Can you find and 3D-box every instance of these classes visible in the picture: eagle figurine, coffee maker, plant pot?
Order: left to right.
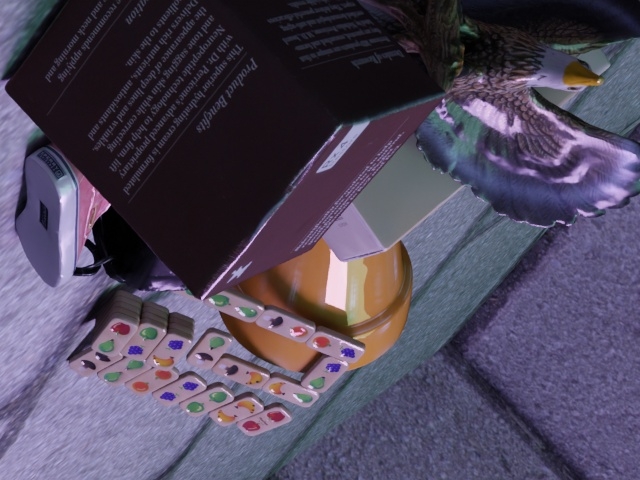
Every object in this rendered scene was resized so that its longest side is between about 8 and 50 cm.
[{"bbox_3d":[-0.113,-0.041,1.588,0.171,0.120,0.178,-29,160,-35],"label":"coffee maker"},{"bbox_3d":[0.000,0.000,2.022,0.205,0.205,0.188,-36,151,-32],"label":"plant pot"},{"bbox_3d":[0.170,-0.154,1.756,0.226,0.225,0.298,-46,149,16],"label":"eagle figurine"}]

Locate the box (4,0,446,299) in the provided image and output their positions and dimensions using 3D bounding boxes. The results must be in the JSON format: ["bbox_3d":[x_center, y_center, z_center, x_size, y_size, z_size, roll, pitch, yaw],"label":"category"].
[{"bbox_3d":[-0.063,-0.101,1.330,0.168,0.203,0.167,-48,169,27],"label":"box"}]

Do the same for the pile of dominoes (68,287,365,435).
[{"bbox_3d":[-0.110,0.128,1.986,0.196,0.251,0.040,-49,-154,40],"label":"pile of dominoes"}]

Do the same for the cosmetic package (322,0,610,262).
[{"bbox_3d":[0.105,-0.134,1.867,0.309,0.160,0.113,-40,-171,-21],"label":"cosmetic package"}]

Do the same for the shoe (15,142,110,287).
[{"bbox_3d":[-0.185,-0.030,1.530,0.081,0.063,0.178,-33,161,-25],"label":"shoe"}]
